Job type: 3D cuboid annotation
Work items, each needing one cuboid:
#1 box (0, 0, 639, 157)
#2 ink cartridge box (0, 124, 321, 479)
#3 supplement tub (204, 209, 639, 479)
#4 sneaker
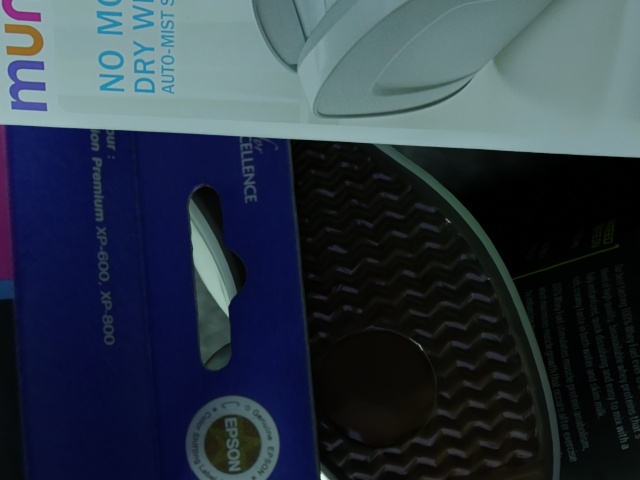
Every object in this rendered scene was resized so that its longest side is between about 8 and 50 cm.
[{"bbox_3d":[0.000,-0.170,0.347,0.231,0.127,0.262,3,124,-3],"label":"box"},{"bbox_3d":[-0.191,0.028,0.459,0.371,0.069,0.176,-6,84,8],"label":"ink cartridge box"},{"bbox_3d":[0.119,0.103,0.582,0.338,0.207,0.207,-19,124,22],"label":"supplement tub"},{"bbox_3d":[0.000,0.000,0.518,0.106,0.123,0.290,-33,79,-1],"label":"sneaker"}]
